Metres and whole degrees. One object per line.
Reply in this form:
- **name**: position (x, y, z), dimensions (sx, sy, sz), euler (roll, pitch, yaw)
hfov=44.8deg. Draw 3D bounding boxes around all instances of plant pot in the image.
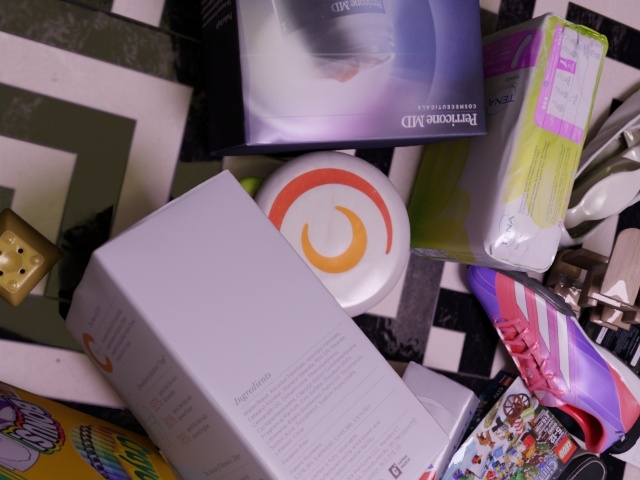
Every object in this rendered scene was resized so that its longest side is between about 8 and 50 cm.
- **plant pot**: position (-0.328, 0.020, 0.824), dimensions (0.081, 0.083, 0.081), euler (43, 76, -18)

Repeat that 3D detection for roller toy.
- **roller toy**: position (0.000, 0.000, 0.919), dimensions (0.191, 0.146, 0.209), euler (-28, 92, -13)

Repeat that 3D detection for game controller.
- **game controller**: position (0.457, 0.154, 1.161), dimensions (0.166, 0.067, 0.319), euler (31, 80, -5)

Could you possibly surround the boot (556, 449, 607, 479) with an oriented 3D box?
- **boot**: position (0.352, 0.404, 1.056), dimensions (0.236, 0.179, 0.085), euler (-43, 106, -14)

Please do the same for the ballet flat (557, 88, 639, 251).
- **ballet flat**: position (0.437, -0.105, 1.096), dimensions (0.400, 0.139, 0.139), euler (-36, 104, -17)

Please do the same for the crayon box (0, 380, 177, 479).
- **crayon box**: position (-0.284, 0.213, 0.700), dimensions (0.313, 0.363, 0.106), euler (26, 82, -21)

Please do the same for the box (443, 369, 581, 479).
- **box**: position (0.239, 0.321, 1.081), dimensions (0.233, 0.044, 0.159), euler (-47, 107, -13)

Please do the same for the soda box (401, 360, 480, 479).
- **soda box**: position (0.098, 0.304, 0.980), dimensions (0.091, 0.098, 0.286), euler (24, 80, 22)

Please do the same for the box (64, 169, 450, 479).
- **box**: position (-0.078, 0.141, 0.788), dimensions (0.168, 0.215, 0.345), euler (-37, 86, -34)

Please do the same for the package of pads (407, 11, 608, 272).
- **package of pads**: position (0.220, -0.113, 0.957), dimensions (0.101, 0.229, 0.296), euler (16, 87, -21)

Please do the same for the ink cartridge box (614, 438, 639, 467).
- **ink cartridge box**: position (0.576, 0.293, 1.209), dimensions (0.232, 0.066, 0.189), euler (24, 80, 5)

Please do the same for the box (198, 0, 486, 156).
- **box**: position (0.021, -0.253, 0.900), dimensions (0.296, 0.183, 0.293), euler (-6, 96, -21)

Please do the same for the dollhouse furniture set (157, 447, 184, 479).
- **dollhouse furniture set**: position (-0.105, 0.305, 0.889), dimensions (0.144, 0.151, 0.123), euler (-8, 95, -23)

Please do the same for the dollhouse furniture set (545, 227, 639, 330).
- **dollhouse furniture set**: position (0.453, 0.040, 1.030), dimensions (0.242, 0.212, 0.161), euler (20, 82, 0)

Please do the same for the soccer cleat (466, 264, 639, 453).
- **soccer cleat**: position (0.305, 0.153, 1.048), dimensions (0.318, 0.108, 0.116), euler (42, 77, -7)
